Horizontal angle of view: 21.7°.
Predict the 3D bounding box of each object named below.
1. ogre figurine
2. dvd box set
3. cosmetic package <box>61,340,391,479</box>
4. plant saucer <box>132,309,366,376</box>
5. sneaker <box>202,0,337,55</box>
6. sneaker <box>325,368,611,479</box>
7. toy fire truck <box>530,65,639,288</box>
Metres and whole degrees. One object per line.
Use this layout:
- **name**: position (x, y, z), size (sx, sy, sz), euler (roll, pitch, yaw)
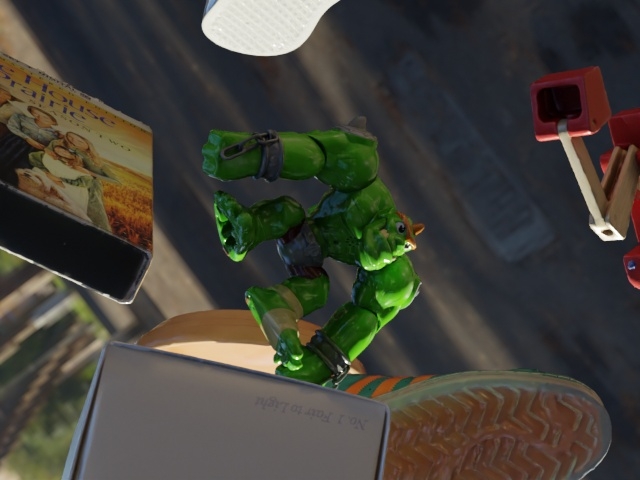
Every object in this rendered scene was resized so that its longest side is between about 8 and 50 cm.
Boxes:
- **ogre figurine**: position (0.000, 0.000, 1.095), size (0.197, 0.118, 0.097), euler (64, 161, -8)
- **dvd box set**: position (-0.308, -0.096, 1.630), size (0.307, 0.062, 0.420), euler (27, -165, -13)
- **cosmetic package**: position (-0.074, 0.158, 0.975), size (0.160, 0.113, 0.309), euler (14, 161, -8)
- **plant saucer**: position (-0.061, 0.100, 1.355), size (0.200, 0.200, 0.037), euler (81, -168, -65)
- **sneaker**: position (-0.016, -0.291, 1.463), size (0.135, 0.150, 0.366), euler (13, 162, -23)
- **sneaker**: position (0.064, 0.141, 1.258), size (0.121, 0.302, 0.108), euler (-77, -22, -73)
- **toy fire truck**: position (0.225, -0.042, 1.233), size (0.047, 0.135, 0.192), euler (-7, 104, 40)
